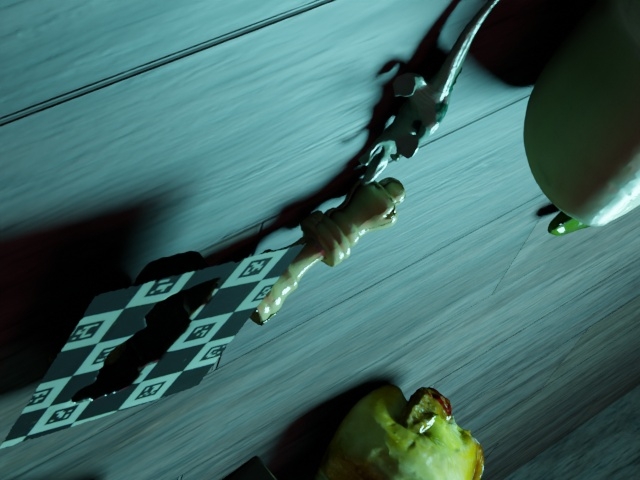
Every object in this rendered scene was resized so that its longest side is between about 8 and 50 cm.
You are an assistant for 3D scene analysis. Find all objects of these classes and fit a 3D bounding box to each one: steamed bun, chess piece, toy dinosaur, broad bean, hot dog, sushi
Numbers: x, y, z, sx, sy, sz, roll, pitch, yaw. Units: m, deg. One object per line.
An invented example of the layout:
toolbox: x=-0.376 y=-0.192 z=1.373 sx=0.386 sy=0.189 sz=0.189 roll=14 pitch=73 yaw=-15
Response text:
steamed bun: x=0.279 y=-0.130 z=1.071 sx=0.250 sy=0.154 sz=0.200 roll=-25 pitch=159 yaw=-48
chess piece: x=0.000 y=0.000 z=1.019 sx=0.172 sy=0.060 sz=0.060 roll=-36 pitch=159 yaw=-14
toy dinosaur: x=0.088 y=-0.114 z=0.958 sx=0.187 sy=0.044 sz=0.106 roll=-57 pitch=169 yaw=11
broad bean: x=0.377 y=-0.053 z=1.549 sx=0.298 sy=0.043 sz=0.060 roll=-17 pitch=160 yaw=-46
hot dog: x=0.101 y=0.334 z=1.659 sx=0.223 sy=0.185 sz=0.405 roll=-45 pitch=164 yaw=-35
sushi: x=-0.138 y=0.061 z=0.914 sx=0.192 sy=0.050 sz=0.215 roll=-14 pitch=153 yaw=-42

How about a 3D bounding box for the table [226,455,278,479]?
table: x=-0.088 y=0.412 z=1.545 sx=0.169 sy=0.172 sz=0.193 roll=-37 pitch=158 yaw=-13
